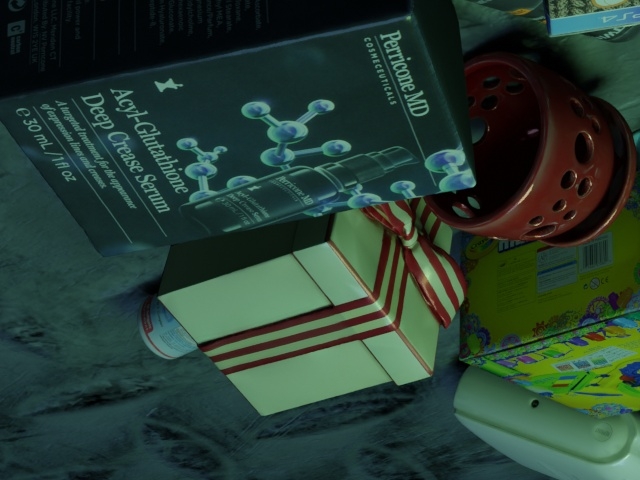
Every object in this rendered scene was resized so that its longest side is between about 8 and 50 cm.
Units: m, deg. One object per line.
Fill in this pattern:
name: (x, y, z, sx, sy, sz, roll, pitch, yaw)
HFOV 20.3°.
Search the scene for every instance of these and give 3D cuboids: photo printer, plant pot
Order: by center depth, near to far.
plant pot: (0.223, -0.090, 1.893, 0.174, 0.191, 0.191, 12, 147, -42)
photo printer: (0.367, 0.280, 2.475, 0.307, 0.107, 0.256, 17, 166, 39)

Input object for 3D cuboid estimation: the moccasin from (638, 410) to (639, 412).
moccasin: (0.464, 0.180, 2.438, 0.138, 0.117, 0.342, 5, 149, -14)

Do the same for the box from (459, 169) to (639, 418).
box: (0.365, 0.074, 2.152, 0.290, 0.177, 0.279, -20, 147, 40)

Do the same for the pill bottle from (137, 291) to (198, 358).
pill bottle: (-0.147, 0.085, 2.242, 0.160, 0.087, 0.087, -26, 143, 33)

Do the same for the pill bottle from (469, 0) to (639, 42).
pill bottle: (0.240, -0.259, 1.652, 0.246, 0.130, 0.130, 12, 146, -25)

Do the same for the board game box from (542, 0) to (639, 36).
board game box: (0.228, -0.344, 1.404, 0.141, 0.232, 0.291, -7, 150, 6)

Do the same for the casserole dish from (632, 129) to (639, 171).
casserole dish: (0.444, -0.100, 2.038, 0.188, 0.037, 0.114, -1, 149, -3)

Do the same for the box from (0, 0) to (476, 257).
box: (-0.077, -0.171, 1.689, 0.395, 0.212, 0.293, -11, 148, 12)

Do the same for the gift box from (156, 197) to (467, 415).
gift box: (0.000, 0.000, 1.965, 0.258, 0.276, 0.255, -17, 134, 28)
